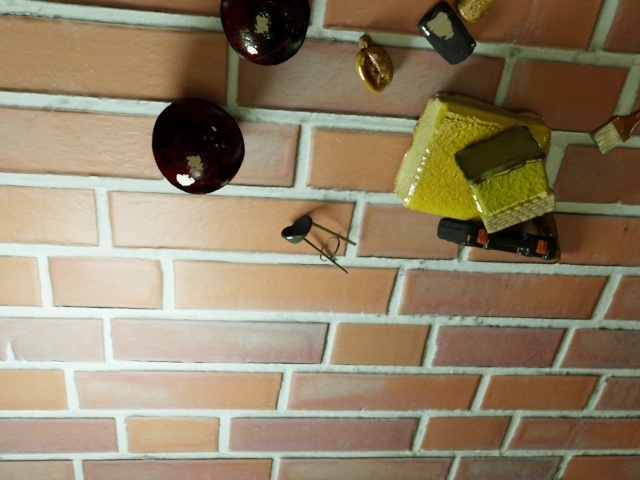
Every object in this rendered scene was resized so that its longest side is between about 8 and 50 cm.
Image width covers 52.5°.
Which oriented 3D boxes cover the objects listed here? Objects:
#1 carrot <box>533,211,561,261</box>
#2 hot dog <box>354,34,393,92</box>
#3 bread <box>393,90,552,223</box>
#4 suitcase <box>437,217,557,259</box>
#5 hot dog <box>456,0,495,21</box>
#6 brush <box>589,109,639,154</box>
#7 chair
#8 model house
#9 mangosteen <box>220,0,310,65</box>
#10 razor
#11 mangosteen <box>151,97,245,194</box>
[{"bbox_3d":[0.663,-0.043,1.914,0.066,0.066,0.314,-25,123,10],"label":"carrot"},{"bbox_3d":[0.127,-0.434,1.600,0.090,0.060,0.140,-35,127,11],"label":"hot dog"},{"bbox_3d":[0.401,-0.209,1.727,0.333,0.143,0.323,11,122,-14],"label":"bread"},{"bbox_3d":[0.495,-0.006,1.837,0.286,0.206,0.066,9,94,-13],"label":"suitcase"},{"bbox_3d":[0.430,-0.632,1.498,0.083,0.068,0.289,42,116,-3],"label":"hot dog"},{"bbox_3d":[0.890,-0.353,1.766,0.314,0.017,0.090,-35,123,15],"label":"brush"},{"bbox_3d":[-0.001,0.001,1.855,0.222,0.104,0.095,30,90,-28],"label":"chair"},{"bbox_3d":[0.466,-0.127,1.598,0.194,0.174,0.234,-23,121,10],"label":"model house"},{"bbox_3d":[-0.131,-0.505,1.447,0.216,0.216,0.216,-3,124,-5],"label":"mangosteen"},{"bbox_3d":[0.310,-0.499,1.577,0.090,0.054,0.148,-37,119,21],"label":"razor"},{"bbox_3d":[-0.324,-0.224,1.605,0.262,0.235,0.235,-12,132,43],"label":"mangosteen"}]
